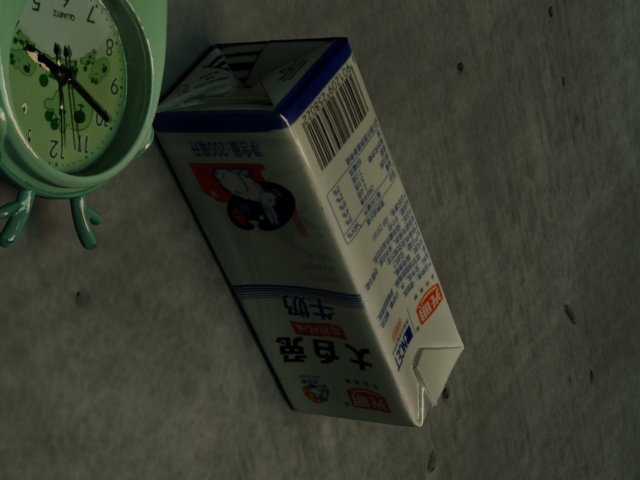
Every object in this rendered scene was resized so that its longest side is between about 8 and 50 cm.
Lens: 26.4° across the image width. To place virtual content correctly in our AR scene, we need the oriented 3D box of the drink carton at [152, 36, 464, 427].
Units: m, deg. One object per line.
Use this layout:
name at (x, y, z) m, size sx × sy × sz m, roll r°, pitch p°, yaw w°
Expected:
drink carton at (0.000, 0.000, 1.057) m, size 0.107 × 0.130 × 0.315 m, roll -54°, pitch 133°, yaw -37°

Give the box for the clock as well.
clock at (-0.171, -0.099, 0.857) m, size 0.159 × 0.066 × 0.211 m, roll 6°, pitch 88°, yaw -55°
